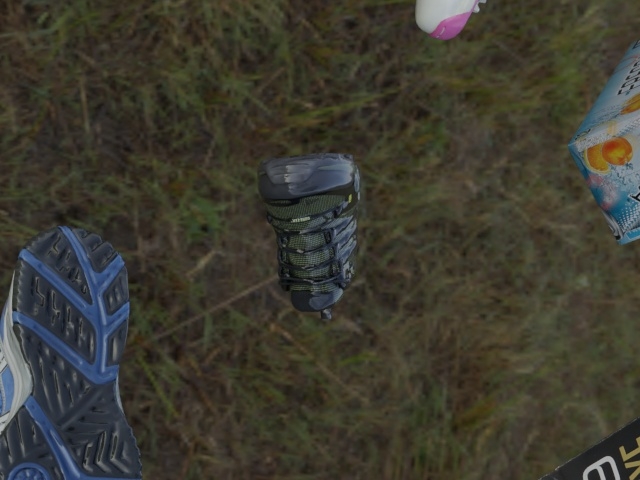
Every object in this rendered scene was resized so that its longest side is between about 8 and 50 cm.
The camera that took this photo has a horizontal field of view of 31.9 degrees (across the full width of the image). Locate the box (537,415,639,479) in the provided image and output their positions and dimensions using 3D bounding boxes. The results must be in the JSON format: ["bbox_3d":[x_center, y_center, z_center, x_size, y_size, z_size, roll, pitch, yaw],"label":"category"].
[{"bbox_3d":[0.267,0.252,0.729,0.076,0.242,0.307,30,35,-31],"label":"box"}]

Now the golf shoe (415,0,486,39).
[{"bbox_3d":[0.096,-0.330,0.959,0.140,0.115,0.306,6,100,-12],"label":"golf shoe"}]

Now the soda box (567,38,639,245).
[{"bbox_3d":[0.186,-0.067,0.583,0.058,0.063,0.183,60,34,-10],"label":"soda box"}]

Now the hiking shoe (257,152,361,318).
[{"bbox_3d":[0.000,0.000,0.951,0.227,0.086,0.114,56,28,-72],"label":"hiking shoe"}]

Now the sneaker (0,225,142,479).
[{"bbox_3d":[-0.139,0.102,0.587,0.080,0.081,0.211,13,64,-21],"label":"sneaker"}]
